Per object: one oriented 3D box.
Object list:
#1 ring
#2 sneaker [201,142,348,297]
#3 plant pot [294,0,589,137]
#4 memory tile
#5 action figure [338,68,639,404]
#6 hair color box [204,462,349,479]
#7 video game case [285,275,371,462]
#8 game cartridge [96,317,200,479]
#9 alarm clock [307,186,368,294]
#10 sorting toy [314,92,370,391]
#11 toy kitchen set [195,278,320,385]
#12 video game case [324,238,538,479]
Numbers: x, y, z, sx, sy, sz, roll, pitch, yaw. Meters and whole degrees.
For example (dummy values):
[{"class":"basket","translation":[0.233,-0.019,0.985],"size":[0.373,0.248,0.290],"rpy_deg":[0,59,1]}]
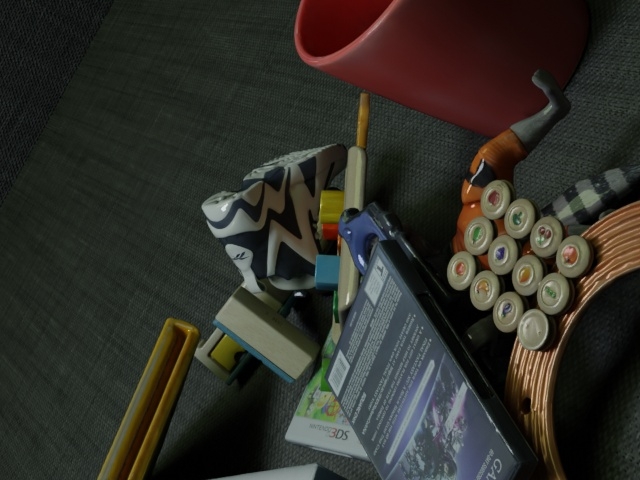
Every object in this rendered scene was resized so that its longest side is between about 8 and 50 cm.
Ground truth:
[{"class":"ring","translation":[0.269,0.129,1.244],"size":[0.336,0.032,0.336],"rpy_deg":[-27,57,50]},{"class":"sneaker","translation":[-0.030,-0.016,1.832],"size":[0.094,0.153,0.235],"rpy_deg":[-10,15,35]},{"class":"plant pot","translation":[0.146,-0.255,1.713],"size":[0.275,0.243,0.275],"rpy_deg":[-43,30,33]},{"class":"memory tile","translation":[0.173,0.021,1.370],"size":[0.148,0.012,0.113],"rpy_deg":[42,113,46]},{"class":"action figure","translation":[0.185,0.056,1.490],"size":[0.330,0.178,0.341],"rpy_deg":[-50,56,34]},{"class":"hair color box","translation":[-0.091,0.360,1.659],"size":[0.374,0.114,0.185],"rpy_deg":[-20,45,54]},{"class":"video game case","translation":[0.050,0.139,1.733],"size":[0.193,0.023,0.212],"rpy_deg":[-1,63,61]},{"class":"game cartridge","translation":[-0.234,0.297,1.878],"size":[0.285,0.053,0.323],"rpy_deg":[-71,0,-47]},{"class":"alarm clock","translation":[0.000,0.000,1.924],"size":[0.192,0.064,0.129],"rpy_deg":[18,79,61]},{"class":"sorting toy","translation":[0.019,0.008,1.693],"size":[0.196,0.047,0.347],"rpy_deg":[96,178,-73]},{"class":"toy kitchen set","translation":[-0.084,0.138,1.897],"size":[0.166,0.122,0.207],"rpy_deg":[-53,0,17]},{"class":"video game case","translation":[0.093,0.162,1.431],"size":[0.274,0.026,0.196],"rpy_deg":[58,143,36]}]
